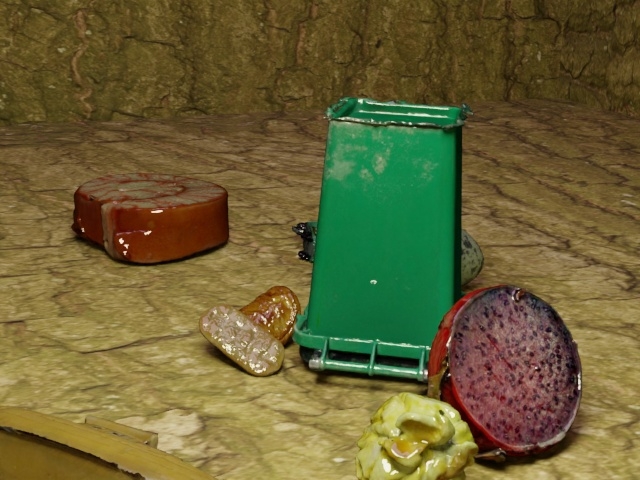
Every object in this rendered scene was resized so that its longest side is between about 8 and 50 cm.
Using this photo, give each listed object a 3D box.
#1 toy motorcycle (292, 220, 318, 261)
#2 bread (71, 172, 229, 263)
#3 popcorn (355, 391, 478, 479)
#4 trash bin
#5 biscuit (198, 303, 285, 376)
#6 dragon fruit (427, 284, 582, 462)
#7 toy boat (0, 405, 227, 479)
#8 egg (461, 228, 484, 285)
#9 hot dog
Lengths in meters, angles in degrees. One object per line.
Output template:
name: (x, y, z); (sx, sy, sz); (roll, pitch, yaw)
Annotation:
toy motorcycle: (0.000, 0.000, 2.086); (0.100, 0.058, 0.173); (6, 17, -11)
bread: (-0.335, -0.053, 2.123); (0.295, 0.114, 0.327); (-12, 20, -37)
popcorn: (0.101, 0.235, 1.180); (0.141, 0.162, 0.136); (-33, 53, 7)
trash bin: (0.097, -0.004, 1.538); (0.259, 0.381, 0.295); (4, 17, 10)
biscuit: (-0.115, 0.145, 1.549); (0.147, 0.018, 0.071); (36, 54, 19)
dragon fruit: (0.208, 0.175, 1.353); (0.148, 0.218, 0.224); (-25, 28, 56)
toy boat: (-0.244, 0.250, 1.173); (0.321, 0.089, 0.121); (10, 7, 24)
egg: (0.207, 0.026, 1.885); (0.172, 0.132, 0.132); (12, 16, -4)
hot dog: (-0.096, 0.128, 1.621); (0.147, 0.065, 0.099); (-36, 36, -28)
